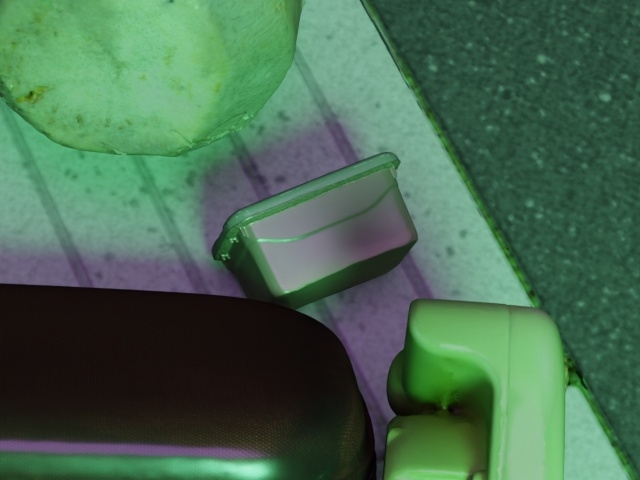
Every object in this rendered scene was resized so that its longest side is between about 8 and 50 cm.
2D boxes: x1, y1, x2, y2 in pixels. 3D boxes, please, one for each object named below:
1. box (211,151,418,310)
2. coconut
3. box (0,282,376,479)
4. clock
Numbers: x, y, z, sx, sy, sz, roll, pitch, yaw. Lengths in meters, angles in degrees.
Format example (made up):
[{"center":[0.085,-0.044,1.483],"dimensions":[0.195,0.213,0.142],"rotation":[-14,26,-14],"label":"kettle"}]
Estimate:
[{"center":[0.000,0.000,1.221],"dimensions":[0.122,0.089,0.062],"rotation":[-23,79,-17],"label":"box"},{"center":[-0.114,-0.176,1.223],"dimensions":[0.227,0.227,0.230],"rotation":[11,43,-2],"label":"coconut"},{"center":[-0.171,0.104,1.069],"dimensions":[0.404,0.263,0.108],"rotation":[4,108,-4],"label":"box"},{"center":[0.073,0.201,1.048],"dimensions":[0.096,0.235,0.308],"rotation":[5,65,1],"label":"clock"}]
